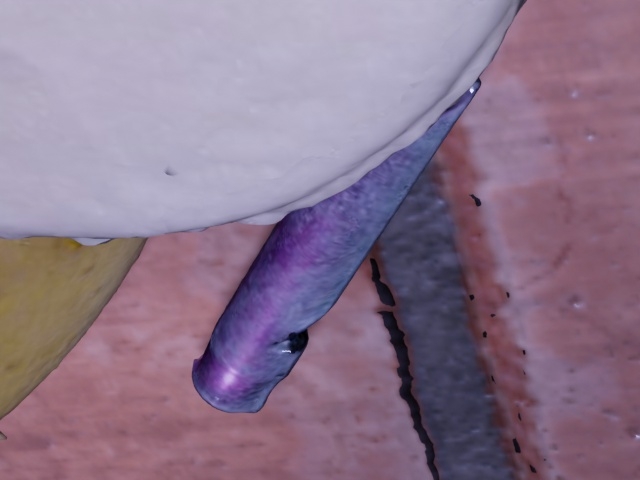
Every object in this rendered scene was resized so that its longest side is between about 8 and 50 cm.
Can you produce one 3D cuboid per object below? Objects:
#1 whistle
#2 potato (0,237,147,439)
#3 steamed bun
[{"bbox_3d":[0.000,0.000,0.622,0.033,0.033,0.176,26,132,-8],"label":"whistle"},{"bbox_3d":[-0.191,-0.010,0.615,0.239,0.116,0.299,43,125,-16],"label":"potato"},{"bbox_3d":[-0.074,-0.133,0.427,0.283,0.177,0.283,6,145,4],"label":"steamed bun"}]
